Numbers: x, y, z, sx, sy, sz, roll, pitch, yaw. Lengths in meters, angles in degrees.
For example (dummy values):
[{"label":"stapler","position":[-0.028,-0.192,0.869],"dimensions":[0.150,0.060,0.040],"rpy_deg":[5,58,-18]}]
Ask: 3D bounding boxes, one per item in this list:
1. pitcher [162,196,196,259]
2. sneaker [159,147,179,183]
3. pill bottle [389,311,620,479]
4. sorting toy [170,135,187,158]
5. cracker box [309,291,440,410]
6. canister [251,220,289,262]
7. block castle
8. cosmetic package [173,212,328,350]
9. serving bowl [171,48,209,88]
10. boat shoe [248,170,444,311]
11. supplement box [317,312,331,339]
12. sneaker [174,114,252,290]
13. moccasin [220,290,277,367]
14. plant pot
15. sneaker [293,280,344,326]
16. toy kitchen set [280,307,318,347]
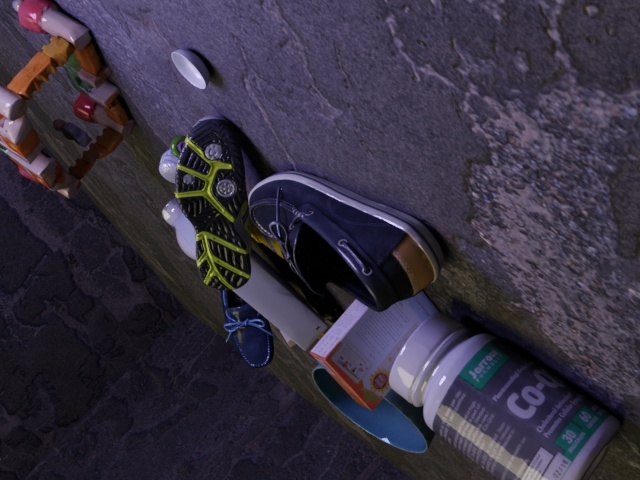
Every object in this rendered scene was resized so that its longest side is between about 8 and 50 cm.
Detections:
[{"label":"pitcher","position":[-0.344,-0.016,2.388],"dimensions":[0.207,0.125,0.178],"rpy_deg":[42,-179,42]},{"label":"sneaker","position":[-0.280,-0.140,1.999],"dimensions":[0.237,0.086,0.085],"rpy_deg":[38,140,-28]},{"label":"pill bottle","position":[0.310,0.292,1.448],"dimensions":[0.361,0.204,0.204],"rpy_deg":[34,162,26]},{"label":"sorting toy","position":[-0.275,-0.199,1.833],"dimensions":[0.102,0.061,0.042],"rpy_deg":[25,173,-28]},{"label":"cracker box","position":[0.113,0.182,1.577],"dimensions":[0.156,0.232,0.067],"rpy_deg":[50,164,-23]},{"label":"canister","position":[-0.073,-0.004,1.834],"dimensions":[0.170,0.073,0.126],"rpy_deg":[36,162,18]},{"label":"block castle","position":[-0.649,-0.327,1.962],"dimensions":[0.213,0.303,0.453],"rpy_deg":[31,162,15]},{"label":"cosmetic package","position":[-0.176,0.086,2.086],"dimensions":[0.377,0.097,0.284],"rpy_deg":[44,177,-34]},{"label":"serving bowl","position":[-0.226,-0.310,1.484],"dimensions":[0.083,0.027,0.083],"rpy_deg":[38,163,14]},{"label":"boat shoe","position":[0.000,0.000,1.495],"dimensions":[0.500,0.156,0.187],"rpy_deg":[23,150,49]},{"label":"supplement box","position":[0.078,0.258,2.143],"dimensions":[0.233,0.080,0.078],"rpy_deg":[31,158,42]},{"label":"sneaker","position":[-0.218,-0.085,1.724],"dimensions":[0.147,0.145,0.385],"rpy_deg":[-95,5,-58]},{"label":"moccasin","position":[-0.225,0.193,2.313],"dimensions":[0.117,0.137,0.342],"rpy_deg":[101,147,-81]},{"label":"plant pot","position":[0.155,0.292,1.801],"dimensions":[0.290,0.195,0.290],"rpy_deg":[31,156,16]},{"label":"sneaker","position":[0.003,0.156,2.103],"dimensions":[0.170,0.051,0.089],"rpy_deg":[43,169,11]},{"label":"toy kitchen set","position":[-0.064,0.221,2.383],"dimensions":[0.207,0.122,0.166],"rpy_deg":[56,175,37]}]
